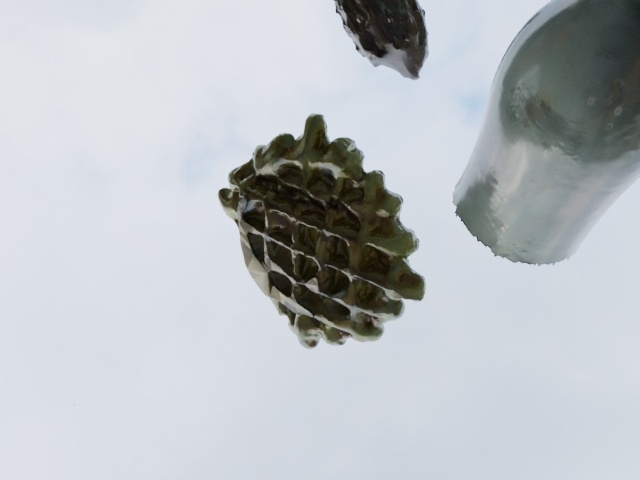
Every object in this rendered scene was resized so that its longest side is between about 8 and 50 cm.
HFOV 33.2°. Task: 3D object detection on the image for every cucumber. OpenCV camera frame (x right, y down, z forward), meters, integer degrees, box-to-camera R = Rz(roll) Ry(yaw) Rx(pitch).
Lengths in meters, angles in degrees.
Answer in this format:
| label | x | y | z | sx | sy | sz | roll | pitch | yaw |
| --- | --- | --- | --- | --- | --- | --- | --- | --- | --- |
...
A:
| label | x | y | z | sx | sy | sz | roll | pitch | yaw |
| --- | --- | --- | --- | --- | --- | --- | --- | --- | --- |
| cucumber | 0.026 | -0.334 | 1.134 | 0.096 | 0.096 | 0.359 | -19 | -90 | -15 |

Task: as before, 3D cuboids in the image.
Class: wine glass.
| label | x | y | z | sx | sy | sz | roll | pitch | yaw |
| --- | --- | --- | --- | --- | --- | --- | --- | --- | --- |
| wine glass | 0.134 | -0.078 | 0.520 | 0.093 | 0.202 | 0.093 | 11 | -134 | -12 |

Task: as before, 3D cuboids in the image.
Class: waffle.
| label | x | y | z | sx | sy | sz | roll | pitch | yaw |
| --- | --- | --- | --- | --- | --- | --- | --- | --- | --- |
| waffle | -0.001 | 0.001 | 1.038 | 0.054 | 0.204 | 0.223 | -30 | -90 | -50 |
